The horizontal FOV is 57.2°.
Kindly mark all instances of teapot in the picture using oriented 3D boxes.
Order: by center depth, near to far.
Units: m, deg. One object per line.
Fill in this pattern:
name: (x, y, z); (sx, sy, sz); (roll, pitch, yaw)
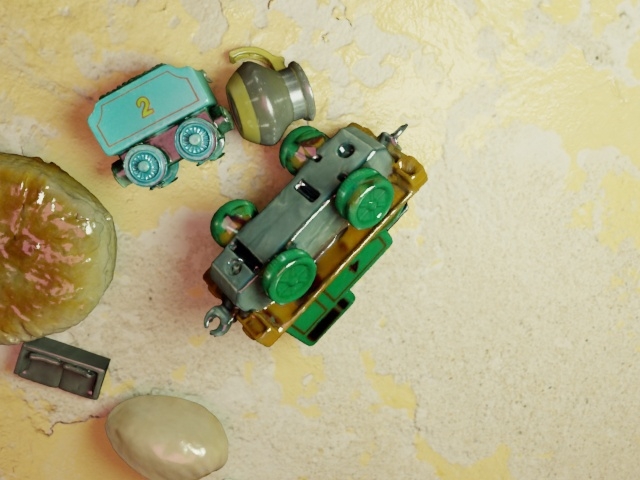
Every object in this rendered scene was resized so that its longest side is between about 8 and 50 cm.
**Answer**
teapot: (-0.082, -0.228, 0.900); (0.119, 0.130, 0.166); (-20, 74, -12)

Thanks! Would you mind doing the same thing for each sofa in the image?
sofa: (-0.455, 0.232, 1.032); (0.147, 0.060, 0.085); (21, 104, -9)

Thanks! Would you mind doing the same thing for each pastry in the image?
pastry: (-0.487, 0.016, 0.928); (0.329, 0.136, 0.330); (-1, 106, -4)

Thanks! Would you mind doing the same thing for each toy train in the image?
toy train: (-0.242, -0.175, 0.902); (0.203, 0.112, 0.163); (-27, 100, 2)
toy train: (0.000, 0.000, 0.911); (0.429, 0.178, 0.249); (-46, 143, -4)

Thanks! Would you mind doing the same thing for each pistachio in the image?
pistachio: (-0.272, 0.358, 1.048); (0.223, 0.126, 0.152); (17, 70, -3)

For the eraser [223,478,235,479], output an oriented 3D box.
eraser: (-0.187, 0.582, 1.126); (0.052, 0.095, 0.225); (10, 105, -6)
